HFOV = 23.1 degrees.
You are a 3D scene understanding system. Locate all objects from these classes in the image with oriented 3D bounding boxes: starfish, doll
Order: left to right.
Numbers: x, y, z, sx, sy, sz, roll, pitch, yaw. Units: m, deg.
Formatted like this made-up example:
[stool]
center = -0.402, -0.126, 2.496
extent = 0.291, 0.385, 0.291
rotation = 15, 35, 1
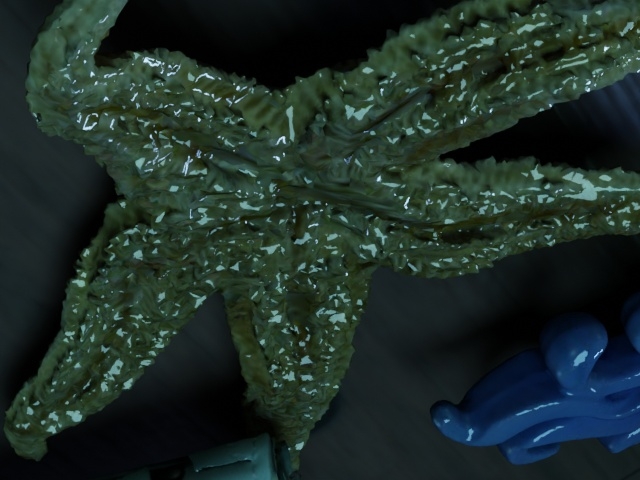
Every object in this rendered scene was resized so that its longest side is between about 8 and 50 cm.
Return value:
[starfish]
center = -0.001, -0.003, 0.585
extent = 0.299, 0.060, 0.302
rotation = 9, 137, -35
[doll]
center = 0.144, 0.055, 0.671
extent = 0.206, 0.067, 0.110
rotation = -15, 144, -10

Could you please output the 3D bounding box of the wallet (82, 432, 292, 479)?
[wallet]
center = -0.120, 0.179, 0.661
extent = 0.250, 0.075, 0.176
rotation = -13, 121, 0
